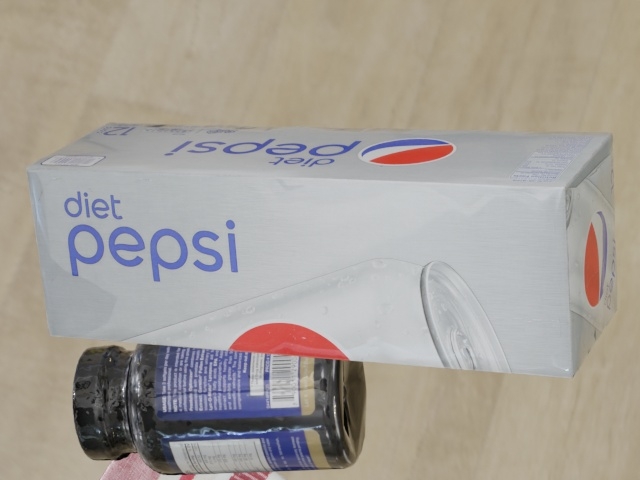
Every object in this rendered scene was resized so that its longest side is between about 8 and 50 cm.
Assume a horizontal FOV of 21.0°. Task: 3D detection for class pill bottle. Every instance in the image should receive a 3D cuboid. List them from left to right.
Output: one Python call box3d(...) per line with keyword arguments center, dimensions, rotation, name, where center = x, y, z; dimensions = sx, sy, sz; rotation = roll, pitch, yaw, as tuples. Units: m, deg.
box3d(center=(-0.080, 0.126, 1.381), dimensions=(0.219, 0.123, 0.123), rotation=(-3, 66, 13), name="pill bottle")

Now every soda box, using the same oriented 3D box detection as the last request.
box3d(center=(0.000, 0.000, 0.864), dimensions=(0.286, 0.091, 0.098), rotation=(3, 110, 23), name="soda box")

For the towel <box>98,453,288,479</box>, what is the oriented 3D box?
box3d(center=(-0.106, 0.338, 1.760), dimensions=(0.329, 0.037, 0.237), rotation=(31, 89, 24), name="towel")
